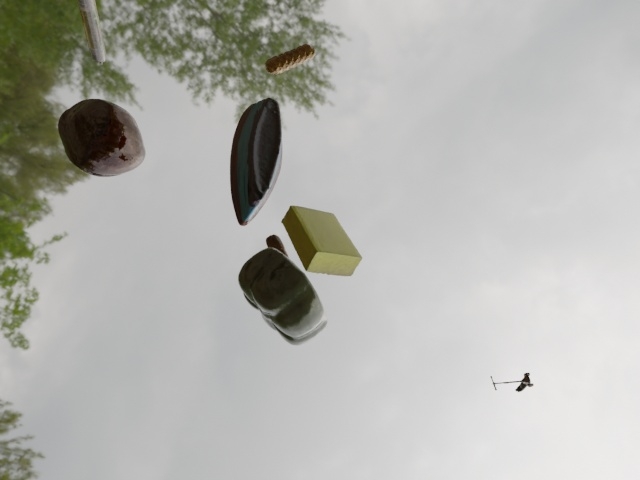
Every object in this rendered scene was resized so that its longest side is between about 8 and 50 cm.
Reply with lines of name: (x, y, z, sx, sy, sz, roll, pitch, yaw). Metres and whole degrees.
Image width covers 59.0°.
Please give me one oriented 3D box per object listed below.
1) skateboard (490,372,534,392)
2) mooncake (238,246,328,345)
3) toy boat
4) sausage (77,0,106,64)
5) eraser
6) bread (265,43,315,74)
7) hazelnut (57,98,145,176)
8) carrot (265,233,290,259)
skateboard: (0.388, 0.300, 1.169, 0.084, 0.063, 0.032, 0, -127, -11)
mooncake: (-0.104, 0.154, 1.488, 0.135, 0.274, 0.275, -40, -140, -18)
toy boat: (-0.148, -0.202, 1.363, 0.079, 0.136, 0.391, -44, -149, 42)
sausage: (-0.453, -0.449, 1.103, 0.033, 0.269, 0.032, 4, -123, -7)
eraser: (0.000, 0.000, 0.943, 0.045, 0.097, 0.122, -59, -137, 29)
bread: (-0.086, -0.522, 1.626, 0.157, 0.044, 0.052, -29, -114, -17)
hazelnut: (-0.593, -0.290, 1.563, 0.218, 0.218, 0.233, -41, -113, 10)
carrot: (-0.104, 0.069, 1.652, 0.047, 0.047, 0.191, -30, -97, 21)
